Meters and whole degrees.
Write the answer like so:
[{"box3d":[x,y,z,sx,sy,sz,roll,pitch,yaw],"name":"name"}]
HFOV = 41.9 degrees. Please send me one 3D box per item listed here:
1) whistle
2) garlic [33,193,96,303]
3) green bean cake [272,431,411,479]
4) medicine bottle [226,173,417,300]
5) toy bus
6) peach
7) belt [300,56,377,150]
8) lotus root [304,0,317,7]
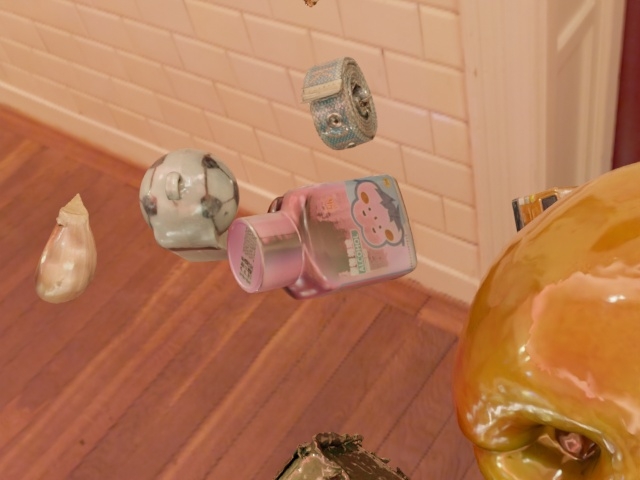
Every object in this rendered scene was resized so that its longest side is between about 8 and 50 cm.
[{"box3d":[-0.195,-0.058,1.302,0.163,0.289,0.163,-1,82,5],"name":"whistle"},{"box3d":[-0.509,0.060,1.628,0.128,0.266,0.148,39,36,-6],"name":"garlic"},{"box3d":[0.065,0.335,0.936,0.241,0.255,0.132,40,94,21],"name":"green bean cake"},{"box3d":[0.000,0.000,0.899,0.188,0.094,0.119,-11,85,-32],"name":"medicine bottle"},{"box3d":[0.350,-0.028,1.081,0.182,0.103,0.091,-5,82,-29],"name":"toy bus"},{"box3d":[0.262,0.076,0.612,0.332,0.308,0.308,-39,51,-25],"name":"peach"},{"box3d":[0.036,-0.208,1.265,0.082,0.147,0.163,-15,36,19],"name":"belt"},{"box3d":[-0.008,-0.314,0.909,0.072,0.063,0.152,2,68,5],"name":"lotus root"}]
